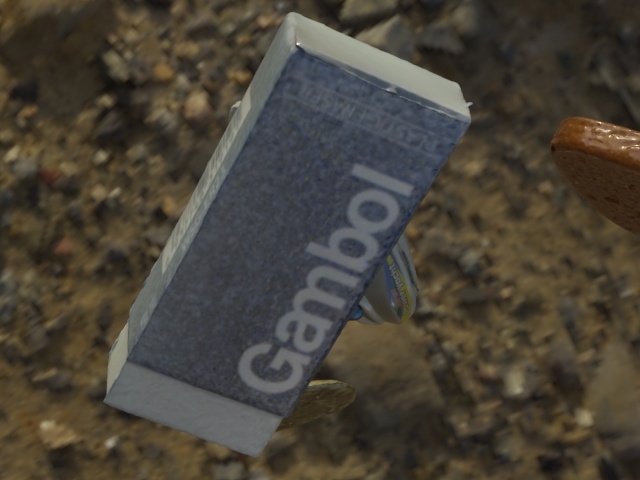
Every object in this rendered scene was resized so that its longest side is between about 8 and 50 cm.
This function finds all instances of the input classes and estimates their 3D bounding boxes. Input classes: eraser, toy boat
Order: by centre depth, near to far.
[{"bbox_3d":[-0.021,0.001,0.890,0.092,0.212,0.046,22,28,-18],"label":"eraser"},{"bbox_3d":[0.002,-0.008,1.684,0.141,0.141,0.269,-42,133,-35],"label":"toy boat"}]

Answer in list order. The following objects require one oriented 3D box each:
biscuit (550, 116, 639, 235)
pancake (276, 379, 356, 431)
[{"bbox_3d":[0.257,-0.028,1.323,0.036,0.192,0.186,-61,144,-8],"label":"biscuit"},{"bbox_3d":[-0.030,0.113,1.250,0.115,0.115,0.011,-1,68,-31],"label":"pancake"}]
